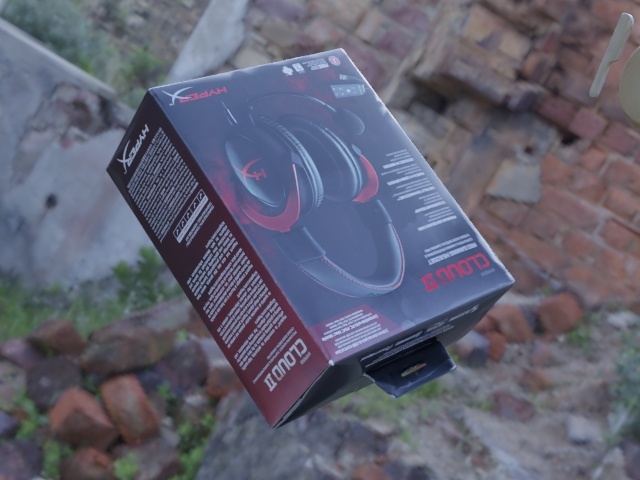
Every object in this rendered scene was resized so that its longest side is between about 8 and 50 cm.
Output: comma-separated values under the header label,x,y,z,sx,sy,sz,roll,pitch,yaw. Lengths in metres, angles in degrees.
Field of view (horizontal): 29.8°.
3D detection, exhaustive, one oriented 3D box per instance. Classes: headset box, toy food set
label,x,y,z,sx,sy,sz,roll,pitch,yaw
headset box,0.000,0.000,0.977,0.218,0.110,0.293,-19,67,-40
toy food set,0.427,-0.198,1.494,0.039,0.132,0.192,8,23,-35
